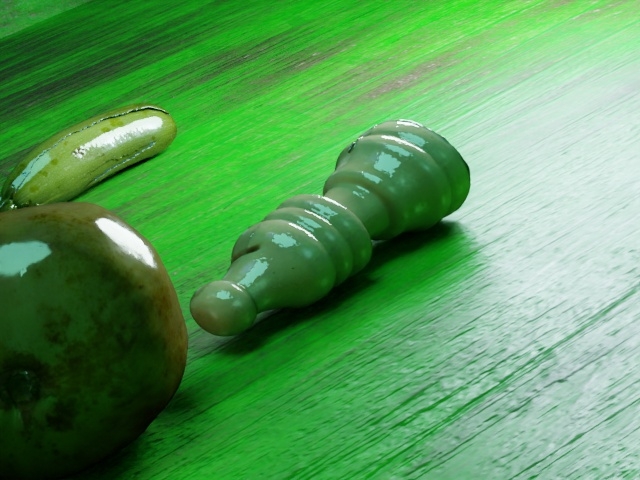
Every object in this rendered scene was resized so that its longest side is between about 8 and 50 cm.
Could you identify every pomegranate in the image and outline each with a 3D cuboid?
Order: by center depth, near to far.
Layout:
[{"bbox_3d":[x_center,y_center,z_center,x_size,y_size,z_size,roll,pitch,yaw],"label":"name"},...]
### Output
[{"bbox_3d":[-0.246,0.080,1.331,0.252,0.229,0.270,-19,14,-5],"label":"pomegranate"}]

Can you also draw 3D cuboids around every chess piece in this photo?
[{"bbox_3d":[0.000,0.000,1.516,0.138,0.124,0.307,37,52,21],"label":"chess piece"}]

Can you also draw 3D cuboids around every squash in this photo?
[{"bbox_3d":[-0.341,-0.110,2.129,0.341,0.095,0.094,-33,24,-33],"label":"squash"}]
